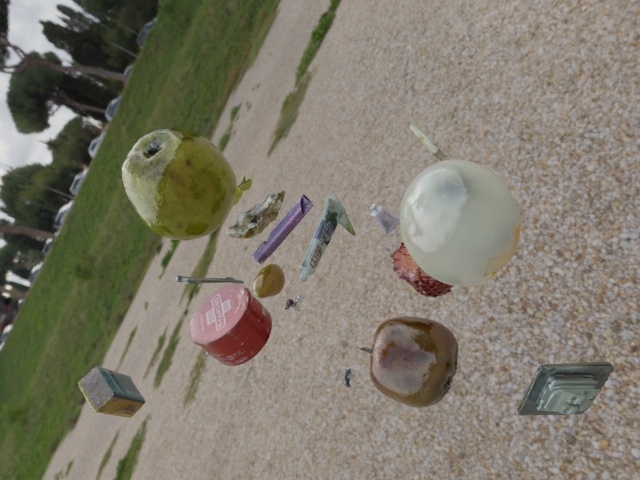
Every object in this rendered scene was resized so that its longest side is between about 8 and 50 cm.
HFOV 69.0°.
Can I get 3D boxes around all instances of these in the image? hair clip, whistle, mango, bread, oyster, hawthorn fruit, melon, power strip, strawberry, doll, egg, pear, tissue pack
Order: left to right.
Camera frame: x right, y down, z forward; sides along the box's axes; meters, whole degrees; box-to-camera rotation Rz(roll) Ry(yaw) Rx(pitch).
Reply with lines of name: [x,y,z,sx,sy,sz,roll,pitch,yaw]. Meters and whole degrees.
tissue pack: [-0.605,0.446,1.358,0.082,0.169,0.120,-43,63,-10]
pear: [-0.333,-0.134,1.110,0.307,0.252,0.253,60,-137,-62]
hair clip: [-0.312,-0.174,1.730,0.173,0.046,0.072,-58,-8,-46]
oyster: [-0.293,-0.111,2.245,0.341,0.110,0.166,-44,39,-10]
mango: [-0.236,0.195,2.138,0.113,0.139,0.253,-15,15,21]
whistle: [-0.080,-0.021,0.978,0.176,0.033,0.033,-48,24,11]
doll: [-0.090,0.213,1.606,0.040,0.058,0.085,-72,3,-50]
melon: [0.085,-0.104,1.879,0.054,0.098,0.182,-35,55,13]
hawthorn fruit: [0.262,0.355,1.420,0.268,0.300,0.268,16,-90,-71]
bread: [0.334,-0.308,1.457,0.028,0.068,0.154,-44,52,18]
strawberry: [0.341,0.091,1.460,0.233,0.178,0.234,-13,39,11]
egg: [0.334,-0.049,1.135,0.283,0.345,0.283,-15,48,18]
power strip: [0.643,0.404,1.208,0.064,0.213,0.198,-98,10,-57]

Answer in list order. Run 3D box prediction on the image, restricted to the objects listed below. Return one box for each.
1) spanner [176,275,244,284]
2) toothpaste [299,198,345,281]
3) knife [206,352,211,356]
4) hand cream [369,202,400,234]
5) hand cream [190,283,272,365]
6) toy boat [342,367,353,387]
spanner: [-0.350,0.132,1.518,0.071,0.302,0.018,15,92,25]
toothpaste: [0.000,0.000,1.172,0.038,0.060,0.233,-10,50,56]
knife: [-0.283,0.267,1.445,0.027,0.061,0.343,-32,12,17]
hand cream: [0.244,-0.090,1.808,0.084,0.142,0.053,-42,30,14]
hand cream: [-0.234,0.223,1.234,0.193,0.125,0.193,-21,40,18]
toy boat: [0.114,0.549,1.872,0.038,0.038,0.083,-43,24,45]
